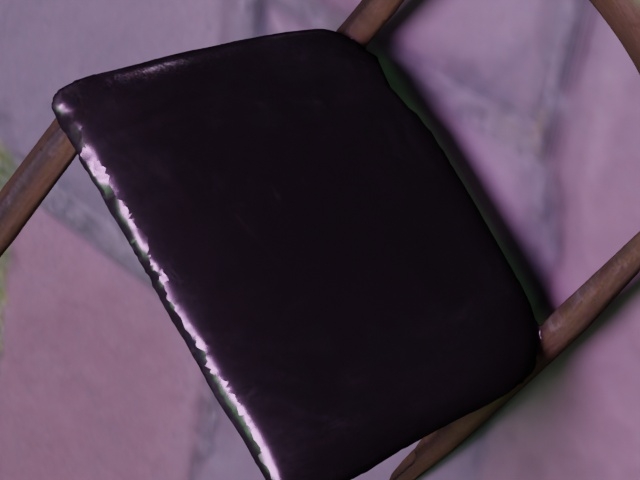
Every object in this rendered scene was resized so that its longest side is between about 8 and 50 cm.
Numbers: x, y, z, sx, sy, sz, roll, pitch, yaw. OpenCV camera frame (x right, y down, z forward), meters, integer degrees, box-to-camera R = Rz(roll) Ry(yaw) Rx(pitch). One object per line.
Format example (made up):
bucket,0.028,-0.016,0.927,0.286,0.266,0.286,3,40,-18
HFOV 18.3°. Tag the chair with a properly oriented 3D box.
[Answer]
chair,0.000,0.000,0.735,0.188,0.166,0.272,59,139,12
